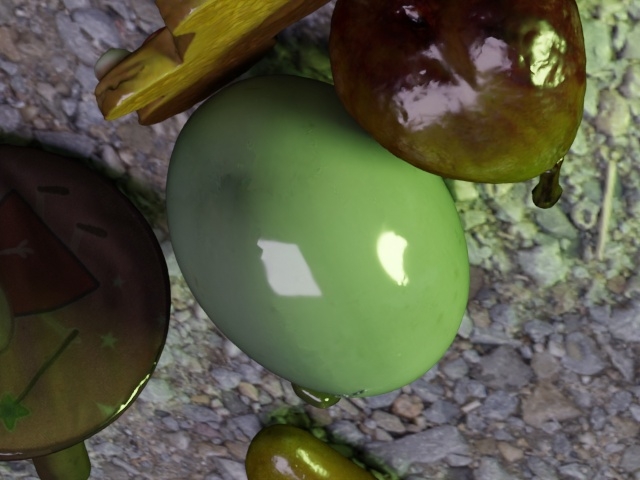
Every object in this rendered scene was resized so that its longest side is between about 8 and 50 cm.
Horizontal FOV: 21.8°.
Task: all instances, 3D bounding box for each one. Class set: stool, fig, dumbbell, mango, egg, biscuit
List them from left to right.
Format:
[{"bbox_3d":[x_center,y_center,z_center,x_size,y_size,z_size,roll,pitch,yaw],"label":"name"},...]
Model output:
[{"bbox_3d":[-0.265,0.074,1.389,0.272,0.272,0.178,19,154,-2],"label":"stool"},{"bbox_3d":[-0.060,-0.154,1.101,0.047,0.216,0.339,59,163,2],"label":"biscuit"},{"bbox_3d":[0.000,0.000,1.240,0.203,0.203,0.283,-13,128,31],"label":"egg"},{"bbox_3d":[0.007,0.264,1.614,0.136,0.099,0.227,-20,119,41],"label":"mango"},{"bbox_3d":[0.014,0.102,1.469,0.052,0.046,0.118,28,139,-4],"label":"dumbbell"},{"bbox_3d":[0.121,-0.095,1.154,0.170,0.146,0.274,-22,141,18],"label":"fig"}]
